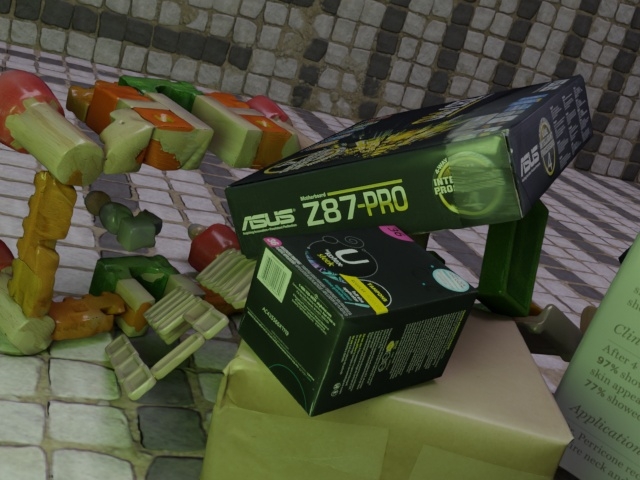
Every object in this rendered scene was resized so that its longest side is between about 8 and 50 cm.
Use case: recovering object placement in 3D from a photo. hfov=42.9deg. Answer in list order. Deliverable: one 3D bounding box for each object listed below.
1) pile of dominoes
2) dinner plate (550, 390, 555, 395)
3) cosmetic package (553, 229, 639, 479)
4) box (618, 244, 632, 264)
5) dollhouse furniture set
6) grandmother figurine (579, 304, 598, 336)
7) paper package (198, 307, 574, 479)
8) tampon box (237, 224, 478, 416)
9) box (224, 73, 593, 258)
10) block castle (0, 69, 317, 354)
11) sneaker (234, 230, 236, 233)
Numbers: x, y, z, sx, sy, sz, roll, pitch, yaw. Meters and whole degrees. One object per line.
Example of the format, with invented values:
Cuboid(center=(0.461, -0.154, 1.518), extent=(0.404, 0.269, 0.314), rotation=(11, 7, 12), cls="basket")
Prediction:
Cuboid(center=(-0.136, 0.090, 0.890), extent=(0.040, 0.196, 0.251), rotation=(55, -14, -16), cls="pile of dominoes")
Cuboid(center=(0.332, 0.247, 1.115), extent=(0.141, 0.017, 0.141), rotation=(15, 19, -5), cls="dinner plate")
Cuboid(center=(0.523, 0.139, 0.968), extent=(0.329, 0.393, 0.327), rotation=(33, 24, 29), cls="cosmetic package")
Cuboid(center=(0.690, 0.067, 1.282), extent=(0.179, 0.312, 0.343), rotation=(15, 43, -21), cls="box")
Cuboid(center=(0.227, 0.050, 1.115), extent=(0.198, 0.151, 0.301), rotation=(0, -23, 36), cls="dollhouse furniture set")
Cuboid(center=(0.640, 0.182, 1.450), extent=(0.343, 0.104, 0.207), rotation=(5, 31, -25), cls="grandmother figurine")
Cuboid(center=(0.059, 0.166, 0.873), extent=(0.325, 0.168, 0.309), rotation=(15, 19, -3), cls="paper package")
Cuboid(center=(0.032, 0.062, 0.718), extent=(0.161, 0.101, 0.120), rotation=(-8, 36, -40), cls="tampon box")
Cuboid(center=(0.124, -0.095, 0.958), extent=(0.319, 0.097, 0.395), rotation=(-6, 15, 30), cls="box")
Cuboid(center=(-0.225, -0.051, 1.050), extent=(0.453, 0.302, 0.213), rotation=(-5, 34, -48), cls="block castle")
Cuboid(center=(0.000, 0.000, 1.383), extent=(0.305, 0.114, 0.152), rotation=(9, 21, -23), cls="sneaker")
